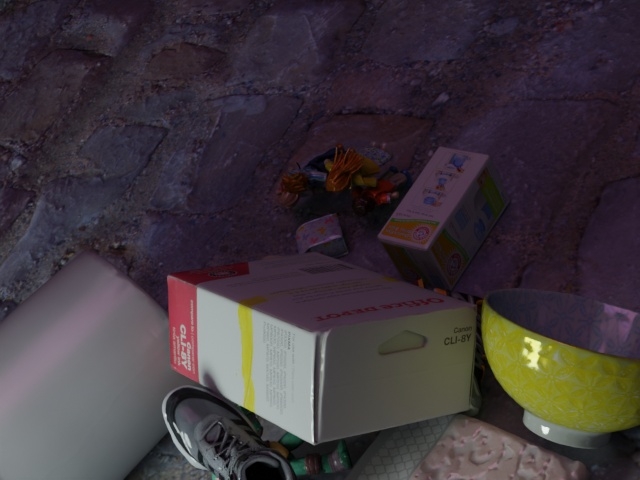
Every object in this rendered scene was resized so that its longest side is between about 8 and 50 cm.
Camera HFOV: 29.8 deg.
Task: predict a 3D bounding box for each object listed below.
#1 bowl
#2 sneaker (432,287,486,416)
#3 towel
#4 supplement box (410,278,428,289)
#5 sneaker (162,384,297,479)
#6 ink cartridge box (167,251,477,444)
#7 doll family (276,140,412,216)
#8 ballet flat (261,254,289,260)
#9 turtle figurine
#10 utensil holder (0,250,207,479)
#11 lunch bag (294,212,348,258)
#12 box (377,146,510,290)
[{"bbox_3d":[0.336,0.178,1.570,0.289,0.289,0.156,24,107,46],"label":"bowl"},{"bbox_3d":[0.215,0.158,1.762,0.083,0.084,0.215,1,53,-10],"label":"sneaker"},{"bbox_3d":[0.145,0.377,1.601,0.317,0.053,0.332,20,63,45],"label":"towel"},{"bbox_3d":[0.134,0.105,1.884,0.083,0.055,0.043,-22,39,12],"label":"supplement box"},{"bbox_3d":[-0.113,0.289,1.627,0.101,0.153,0.268,-43,79,-14],"label":"sneaker"},{"bbox_3d":[-0.006,0.140,1.718,0.279,0.160,0.384,-7,14,-35],"label":"ink cartridge box"},{"bbox_3d":[0.020,-0.118,2.098,0.263,0.118,0.163,6,30,40],"label":"doll family"},{"bbox_3d":[-0.072,0.116,1.998,0.086,0.086,0.248,-18,41,18],"label":"ballet flat"},{"bbox_3d":[-0.079,0.318,1.756,0.234,0.118,0.175,-19,74,-2],"label":"turtle figurine"},{"bbox_3d":[-0.408,0.253,1.889,0.385,0.327,0.327,-46,41,-19],"label":"utensil holder"},{"bbox_3d":[0.000,0.000,2.082,0.083,0.053,0.071,-17,41,1],"label":"lunch bag"},{"bbox_3d":[0.200,-0.035,1.936,0.103,0.114,0.203,15,59,41],"label":"box"}]
